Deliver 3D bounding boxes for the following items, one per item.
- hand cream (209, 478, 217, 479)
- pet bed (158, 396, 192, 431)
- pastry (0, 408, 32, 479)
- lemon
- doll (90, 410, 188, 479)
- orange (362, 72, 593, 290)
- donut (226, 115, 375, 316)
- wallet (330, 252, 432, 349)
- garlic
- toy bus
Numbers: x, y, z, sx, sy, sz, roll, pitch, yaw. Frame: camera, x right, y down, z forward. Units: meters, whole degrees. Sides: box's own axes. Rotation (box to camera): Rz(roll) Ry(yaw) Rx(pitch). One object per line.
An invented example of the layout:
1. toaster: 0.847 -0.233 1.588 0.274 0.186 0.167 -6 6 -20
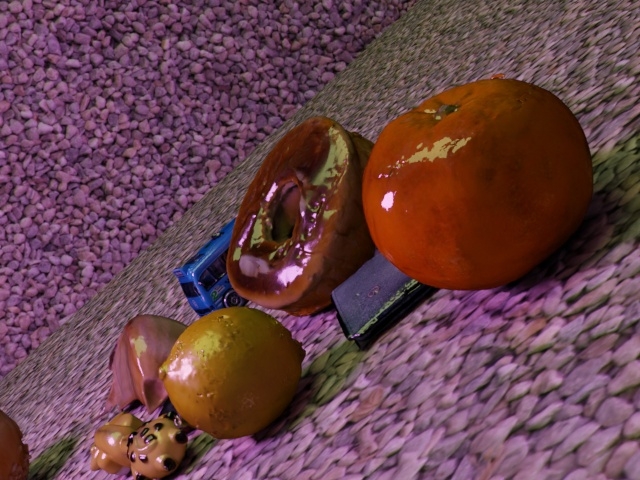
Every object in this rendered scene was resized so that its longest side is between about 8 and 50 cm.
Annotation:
1. hand cream: -0.172 0.353 1.335 0.143 0.039 0.061 -43 15 7
2. pet bed: -0.169 0.225 1.699 0.201 0.053 0.201 -39 14 11
3. pastry: -0.666 0.464 1.994 0.315 0.184 0.284 -55 10 -20
4. lemon: -0.114 0.177 1.452 0.206 0.173 0.173 -23 4 -27
5. doll: -0.281 0.316 1.637 0.291 0.086 0.117 -14 41 58
6. orange: 0.186 -0.065 1.282 0.284 0.226 0.284 -27 18 9
7. donut: -0.011 -0.026 1.718 0.330 0.160 0.330 -42 36 41
8. wallet: 0.175 -0.003 1.506 0.379 0.046 0.190 -38 15 4
9. garlic: -0.333 0.232 1.964 0.338 0.151 0.196 -21 36 58
10. toy bus: -0.169 0.039 2.129 0.246 0.134 0.113 -44 14 -21
